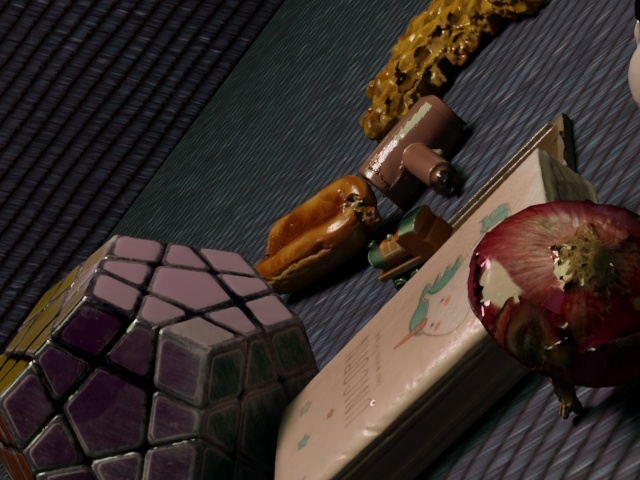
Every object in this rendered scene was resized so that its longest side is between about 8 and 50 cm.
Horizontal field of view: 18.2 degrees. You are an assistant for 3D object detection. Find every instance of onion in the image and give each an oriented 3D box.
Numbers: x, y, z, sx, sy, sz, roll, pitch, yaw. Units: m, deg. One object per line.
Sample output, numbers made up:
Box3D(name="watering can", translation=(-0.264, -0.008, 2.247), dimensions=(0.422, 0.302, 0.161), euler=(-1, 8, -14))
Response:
Box3D(name="onion", translation=(0.170, 0.058, 1.324), dimensions=(0.150, 0.150, 0.140), euler=(-64, -18, -46))

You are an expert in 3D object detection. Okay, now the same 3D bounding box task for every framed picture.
Box3D(name="framed picture", translation=(0.146, 0.006, 1.734), dimensions=(0.209, 0.019, 0.281), euler=(-45, 14, 23))

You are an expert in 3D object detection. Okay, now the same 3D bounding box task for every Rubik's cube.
Box3D(name="Rubik's cube", translation=(-0.144, 0.153, 1.753), dimensions=(0.319, 0.319, 0.264), euler=(-40, 44, 40))

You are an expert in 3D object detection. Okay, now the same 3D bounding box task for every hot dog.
Box3D(name="hot dog", translation=(0.000, 0.000, 2.150), dimensions=(0.249, 0.068, 0.100), euler=(-31, 34, 63))

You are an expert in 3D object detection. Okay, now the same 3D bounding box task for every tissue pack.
Box3D(name="tissue pack", translation=(0.090, 0.089, 1.554), dimensions=(0.325, 0.071, 0.170), euler=(-47, 22, 22))

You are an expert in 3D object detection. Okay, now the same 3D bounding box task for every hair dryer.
Box3D(name="hair dryer", translation=(0.112, -0.080, 2.032), dimensions=(0.117, 0.064, 0.181), euler=(-48, 20, 2))

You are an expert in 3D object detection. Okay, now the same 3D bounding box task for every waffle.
Box3D(name="waffle", translation=(0.149, -0.239, 2.316), dimensions=(0.293, 0.069, 0.260), euler=(-46, 14, 15))

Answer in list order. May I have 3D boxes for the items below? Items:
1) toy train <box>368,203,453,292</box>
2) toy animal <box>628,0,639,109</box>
Box3D(name="toy train", translation=(0.082, 0.011, 1.745), dimensions=(0.103, 0.064, 0.044), euler=(-31, 26, 55))
Box3D(name="toy animal", translation=(0.267, -0.130, 1.481), dimensions=(0.131, 0.127, 0.182), euler=(-45, 1, -5))
